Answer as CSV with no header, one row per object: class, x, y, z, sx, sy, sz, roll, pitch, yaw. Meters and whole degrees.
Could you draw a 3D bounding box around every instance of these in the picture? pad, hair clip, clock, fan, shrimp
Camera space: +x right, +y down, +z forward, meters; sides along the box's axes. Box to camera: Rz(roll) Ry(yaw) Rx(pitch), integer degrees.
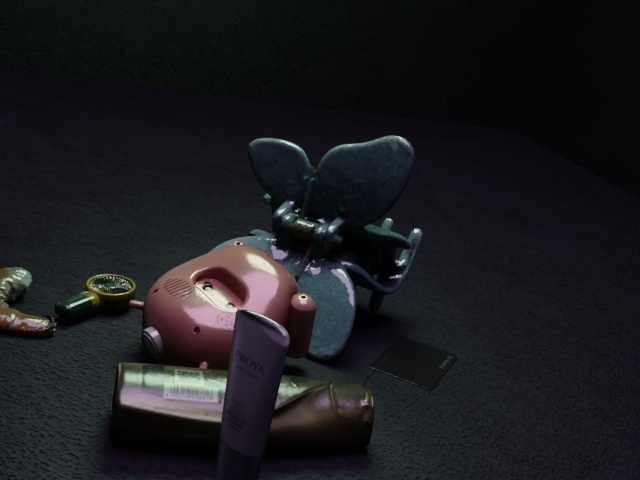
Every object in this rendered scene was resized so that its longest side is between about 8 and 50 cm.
pad,0.161,0.204,1.500,0.112,0.003,0.157,19,21,20
hair clip,0.000,0.000,1.602,0.318,0.392,0.238,18,-5,24
clock,-0.162,0.109,1.357,0.241,0.142,0.227,-20,43,-36
fan,-0.373,0.098,1.458,0.082,0.039,0.155,22,24,27
shrimp,-0.471,0.096,1.403,0.166,0.049,0.161,17,23,13

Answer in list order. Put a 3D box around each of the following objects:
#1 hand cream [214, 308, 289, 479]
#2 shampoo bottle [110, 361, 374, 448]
hand cream,-0.082,0.199,1.007,0.079,0.255,0.048,23,26,29
shampoo bottle,-0.099,0.224,1.187,0.350,0.084,0.125,6,23,-15
